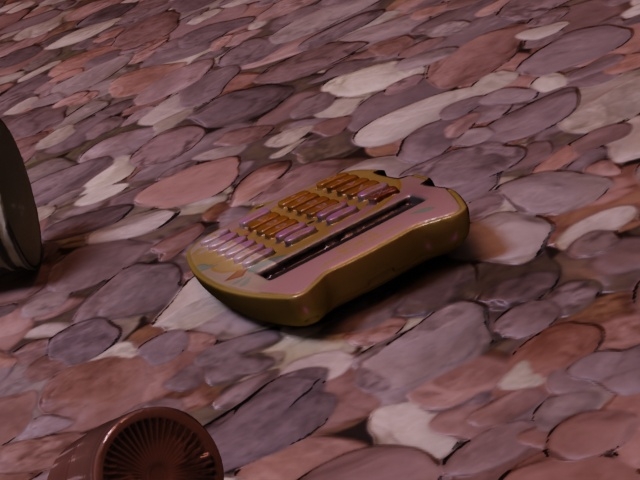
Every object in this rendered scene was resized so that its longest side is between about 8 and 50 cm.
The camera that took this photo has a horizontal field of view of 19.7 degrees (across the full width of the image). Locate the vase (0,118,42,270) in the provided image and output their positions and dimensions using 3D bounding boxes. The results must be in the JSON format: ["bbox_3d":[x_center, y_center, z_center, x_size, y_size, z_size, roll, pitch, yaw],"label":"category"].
[{"bbox_3d":[-0.376,0.005,1.367,0.321,0.173,0.173,-16,20,1],"label":"vase"}]

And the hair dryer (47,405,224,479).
[{"bbox_3d":[-0.127,0.155,0.844,0.182,0.064,0.117,-47,7,-25],"label":"hair dryer"}]

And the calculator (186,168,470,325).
[{"bbox_3d":[0.000,0.000,1.169,0.157,0.033,0.236,-28,18,-13],"label":"calculator"}]
